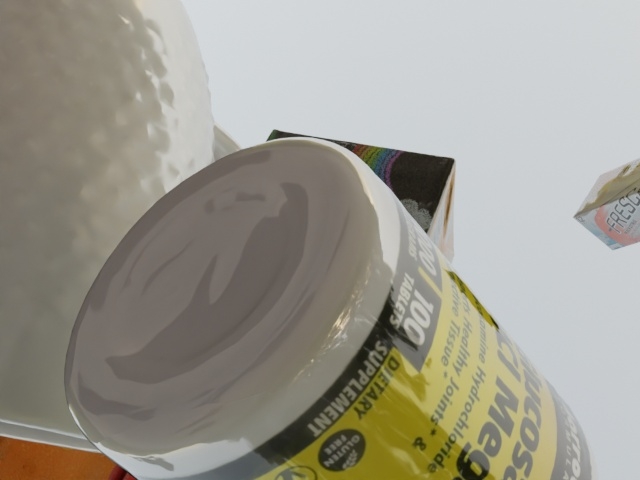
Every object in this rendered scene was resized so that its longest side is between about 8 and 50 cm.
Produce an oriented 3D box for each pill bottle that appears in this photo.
[{"bbox_3d":[0.036,0.115,0.618,0.187,0.334,0.188,-26,-142,23],"label":"pill bottle"}]

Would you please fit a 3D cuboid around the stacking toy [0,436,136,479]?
[{"bbox_3d":[-0.079,0.264,1.045,0.479,0.351,0.351,24,-104,11],"label":"stacking toy"}]

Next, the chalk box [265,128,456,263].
[{"bbox_3d":[0.000,0.000,1.312,0.288,0.179,0.180,10,-128,16],"label":"chalk box"}]

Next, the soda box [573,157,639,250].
[{"bbox_3d":[0.321,-0.045,1.066,0.063,0.058,0.183,-54,-172,-20],"label":"soda box"}]

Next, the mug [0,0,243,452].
[{"bbox_3d":[-0.179,-0.019,0.822,0.276,0.374,0.328,-4,-110,44],"label":"mug"}]
